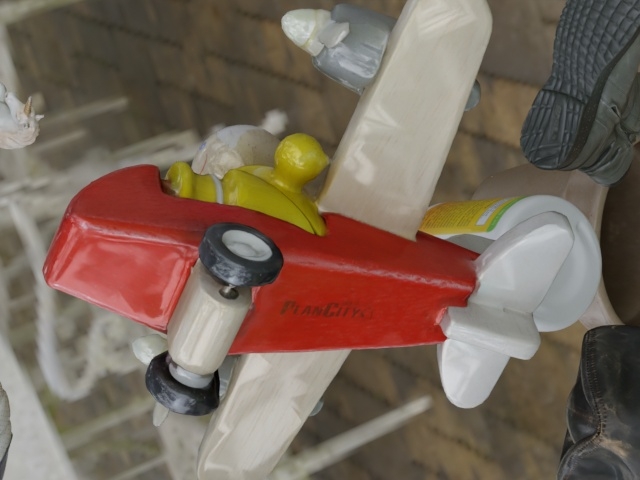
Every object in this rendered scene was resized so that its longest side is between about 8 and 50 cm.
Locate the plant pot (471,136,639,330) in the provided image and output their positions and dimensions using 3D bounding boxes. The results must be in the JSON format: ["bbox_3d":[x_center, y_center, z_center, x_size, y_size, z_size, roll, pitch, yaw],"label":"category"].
[{"bbox_3d":[0.316,-0.007,2.270,0.229,0.263,0.263,1,114,39],"label":"plant pot"}]

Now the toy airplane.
[{"bbox_3d":[0.000,0.000,1.430,0.272,0.386,0.384,53,174,42],"label":"toy airplane"}]

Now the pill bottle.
[{"bbox_3d":[0.163,0.026,1.863,0.245,0.136,0.136,-3,108,58],"label":"pill bottle"}]

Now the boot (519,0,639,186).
[{"bbox_3d":[0.300,-0.174,1.820,0.083,0.161,0.246,35,109,33],"label":"boot"}]

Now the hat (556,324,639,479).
[{"bbox_3d":[0.259,0.142,1.429,0.331,0.134,0.331,-166,90,-84],"label":"hat"}]

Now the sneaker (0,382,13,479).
[{"bbox_3d":[-0.418,0.144,1.499,0.130,0.323,0.236,-87,16,-58],"label":"sneaker"}]

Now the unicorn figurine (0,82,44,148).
[{"bbox_3d":[-0.302,-0.101,1.570,0.162,0.060,0.111,-48,61,22],"label":"unicorn figurine"}]
